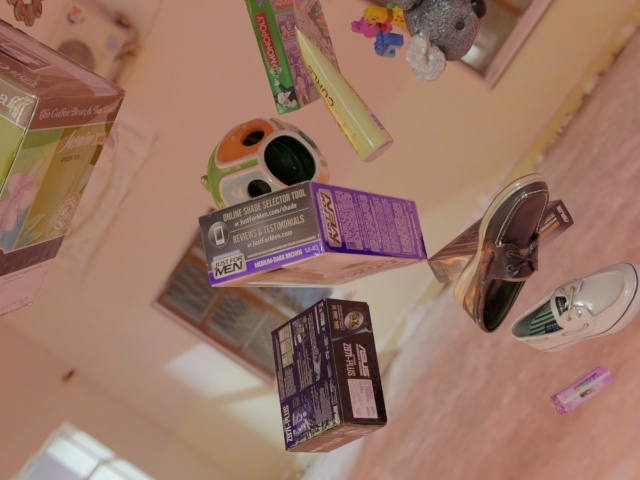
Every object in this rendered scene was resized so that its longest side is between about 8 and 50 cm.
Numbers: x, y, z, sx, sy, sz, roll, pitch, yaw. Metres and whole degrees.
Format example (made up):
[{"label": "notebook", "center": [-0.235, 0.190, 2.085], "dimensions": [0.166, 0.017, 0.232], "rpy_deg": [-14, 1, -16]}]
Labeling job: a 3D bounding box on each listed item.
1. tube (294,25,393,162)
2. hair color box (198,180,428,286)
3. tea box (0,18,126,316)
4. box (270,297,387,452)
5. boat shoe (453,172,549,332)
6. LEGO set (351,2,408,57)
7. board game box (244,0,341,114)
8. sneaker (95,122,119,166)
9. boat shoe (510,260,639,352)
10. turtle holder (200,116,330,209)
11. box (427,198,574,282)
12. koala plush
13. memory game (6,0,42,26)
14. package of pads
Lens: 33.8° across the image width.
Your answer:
[{"label": "tube", "center": [0.026, -0.235, 1.700], "dimensions": [0.062, 0.240, 0.070], "rpy_deg": [-22, -16, -47]}, {"label": "hair color box", "center": [0.000, 0.000, 1.517], "dimensions": [0.185, 0.110, 0.339], "rpy_deg": [-17, -12, 28]}, {"label": "tea box", "center": [-0.473, -0.115, 1.282], "dimensions": [0.324, 0.329, 0.220], "rpy_deg": [-62, -10, 17]}, {"label": "box", "center": [0.009, 0.190, 1.466], "dimensions": [0.147, 0.077, 0.180], "rpy_deg": [-36, 54, 47]}, {"label": "boat shoe", "center": [0.282, 0.025, 1.567], "dimensions": [0.102, 0.092, 0.285], "rpy_deg": [-9, -41, -28]}, {"label": "LEGO set", "center": [0.109, -0.388, 1.803], "dimensions": [0.227, 0.093, 0.087], "rpy_deg": [129, 143, -58]}, {"label": "board game box", "center": [-0.042, -0.366, 1.972], "dimensions": [0.046, 0.214, 0.317], "rpy_deg": [-14, 11, 19]}, {"label": "sneaker", "center": [-0.394, -0.180, 1.746], "dimensions": [0.235, 0.090, 0.095], "rpy_deg": [99, -171, -63]}, {"label": "boat shoe", "center": [0.341, 0.095, 1.403], "dimensions": [0.226, 0.075, 0.083], "rpy_deg": [-49, 41, 48]}, {"label": "turtle holder", "center": [-0.086, -0.108, 2.208], "dimensions": [0.243, 0.320, 0.227], "rpy_deg": [-23, -2, -25]}, {"label": "box", "center": [0.333, 0.004, 1.969], "dimensions": [0.183, 0.056, 0.231], "rpy_deg": [-36, 11, -25]}, {"label": "koala plush", "center": [0.165, -0.358, 1.529], "dimensions": [0.203, 0.221, 0.196], "rpy_deg": [-1, 36, 34]}, {"label": "memory game", "center": [-0.459, -0.426, 1.636], "dimensions": [0.186, 0.012, 0.186], "rpy_deg": [1, -90, -85]}, {"label": "package of pads", "center": [0.358, 0.205, 1.445], "dimensions": [0.083, 0.032, 0.050], "rpy_deg": [-32, -11, -11]}]
